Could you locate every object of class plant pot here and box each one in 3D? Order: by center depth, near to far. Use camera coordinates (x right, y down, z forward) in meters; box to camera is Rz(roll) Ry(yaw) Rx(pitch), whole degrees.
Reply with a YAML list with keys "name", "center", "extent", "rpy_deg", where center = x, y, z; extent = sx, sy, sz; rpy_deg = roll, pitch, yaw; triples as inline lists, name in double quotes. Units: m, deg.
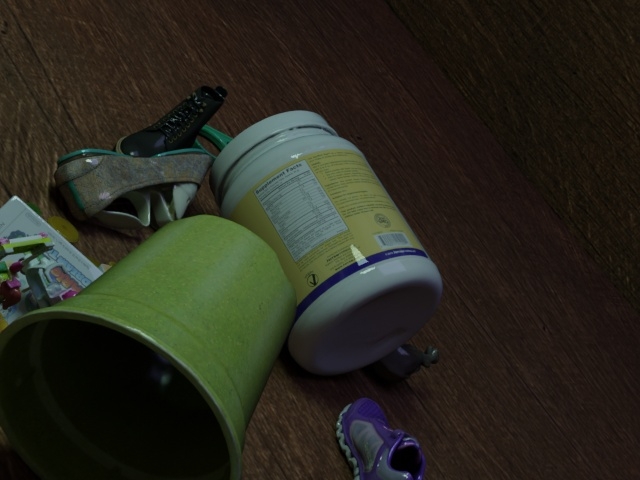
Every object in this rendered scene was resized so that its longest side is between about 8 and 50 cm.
- name: "plant pot"
  center: [-0.155, 0.112, 1.443]
  extent: [0.276, 0.276, 0.254]
  rpy_deg: [41, 41, -6]

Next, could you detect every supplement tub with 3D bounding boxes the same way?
- name: "supplement tub"
  center: [0.000, 0.000, 2.033]
  extent: [0.241, 0.241, 0.331]
  rpy_deg: [12, 39, -52]

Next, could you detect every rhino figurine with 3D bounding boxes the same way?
- name: "rhino figurine"
  center: [0.067, 0.122, 2.165]
  extent: [0.243, 0.073, 0.106]
  rpy_deg: [45, 30, 12]

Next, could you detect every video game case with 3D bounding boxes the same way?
- name: "video game case"
  center: [-0.331, 0.049, 1.575]
  extent: [0.157, 0.019, 0.143]
  rpy_deg: [42, 61, -3]

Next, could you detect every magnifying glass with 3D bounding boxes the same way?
- name: "magnifying glass"
  center: [-0.145, -0.153, 2.362]
  extent: [0.092, 0.026, 0.231]
  rpy_deg: [53, 23, 23]

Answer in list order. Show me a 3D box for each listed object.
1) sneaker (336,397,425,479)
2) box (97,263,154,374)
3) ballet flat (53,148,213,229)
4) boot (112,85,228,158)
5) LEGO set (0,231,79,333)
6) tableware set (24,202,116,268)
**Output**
- name: "sneaker"
  center: [0.090, 0.284, 1.873]
  extent: [0.095, 0.104, 0.236]
  rpy_deg: [32, 24, -24]
- name: "box"
  center: [-0.208, 0.129, 1.658]
  extent: [0.130, 0.091, 0.170]
  rpy_deg: [19, 32, -47]
- name: "ballet flat"
  center: [-0.248, -0.066, 1.961]
  extent: [0.316, 0.108, 0.106]
  rpy_deg: [-7, 74, -56]
- name: "boot"
  center: [-0.224, -0.173, 2.112]
  extent: [0.077, 0.137, 0.198]
  rpy_deg: [44, 23, 1]
- name: "LEGO set"
  center: [-0.338, 0.074, 1.422]
  extent: [0.132, 0.107, 0.287]
  rpy_deg: [55, 32, -11]
- name: "tableware set"
  center: [-0.319, 0.011, 1.776]
  extent: [0.154, 0.024, 0.104]
  rpy_deg: [33, 21, -22]
